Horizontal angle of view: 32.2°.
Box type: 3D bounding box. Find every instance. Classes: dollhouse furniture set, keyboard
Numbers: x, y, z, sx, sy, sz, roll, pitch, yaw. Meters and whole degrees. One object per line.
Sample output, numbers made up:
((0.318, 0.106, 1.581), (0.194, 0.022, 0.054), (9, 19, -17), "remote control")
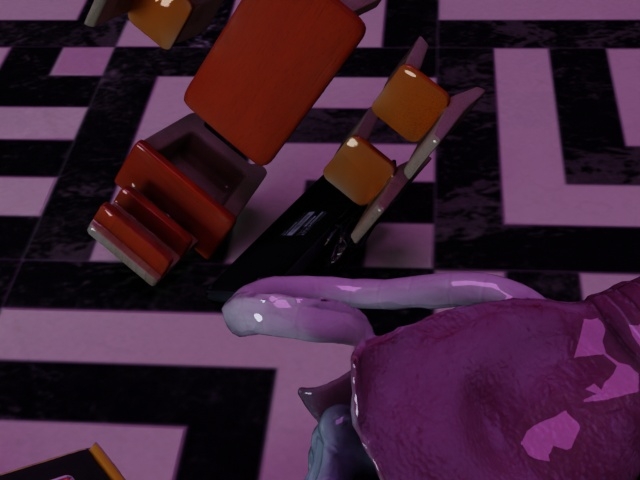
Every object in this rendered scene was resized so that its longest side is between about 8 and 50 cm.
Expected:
((-0.061, -0.092, 0.812), (0.262, 0.259, 0.135), (40, 41, 1), "dollhouse furniture set")
((0.000, 0.000, 0.889), (0.100, 0.038, 0.192), (0, 36, 42), "keyboard")

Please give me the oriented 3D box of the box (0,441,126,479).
((-0.185, 0.240, 0.502), (0.322, 0.079, 0.257), (-12, 41, -39), "box")

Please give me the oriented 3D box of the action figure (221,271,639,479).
((0.167, 0.060, 0.595), (0.370, 0.275, 0.248), (-27, 7, 0), "action figure")
